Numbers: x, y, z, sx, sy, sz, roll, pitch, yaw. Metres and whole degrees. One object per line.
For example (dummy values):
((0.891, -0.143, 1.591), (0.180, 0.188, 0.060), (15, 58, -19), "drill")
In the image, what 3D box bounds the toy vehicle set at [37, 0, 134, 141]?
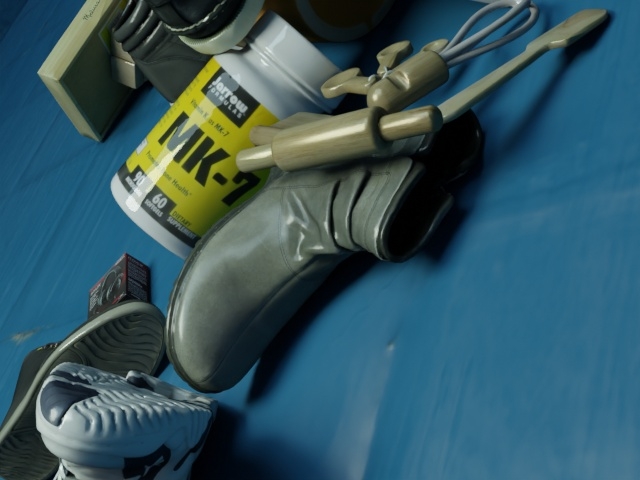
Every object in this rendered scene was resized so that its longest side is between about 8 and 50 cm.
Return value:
((-0.291, -0.293, 1.299), (0.035, 0.166, 0.267), (22, 70, 16), "toy vehicle set")

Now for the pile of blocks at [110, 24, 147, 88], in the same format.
((-0.176, -0.375, 1.283), (0.113, 0.149, 0.362), (23, 94, 17), "pile of blocks")

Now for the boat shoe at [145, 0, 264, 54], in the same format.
((-0.086, -0.333, 0.741), (0.127, 0.113, 0.340), (11, 83, 41), "boat shoe")

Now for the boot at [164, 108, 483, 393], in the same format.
((0.000, 0.000, 0.616), (0.161, 0.083, 0.246), (3, 56, 55), "boot")

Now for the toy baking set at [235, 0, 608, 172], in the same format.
((0.058, -0.114, 0.630), (0.256, 0.030, 0.197), (-6, 33, 41), "toy baking set")

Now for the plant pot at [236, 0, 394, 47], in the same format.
((-0.028, -0.274, 0.867), (0.205, 0.205, 0.188), (-54, 44, -2), "plant pot")

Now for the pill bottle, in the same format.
((-0.075, -0.090, 0.789), (0.208, 0.119, 0.119), (-49, 29, 8), "pill bottle")

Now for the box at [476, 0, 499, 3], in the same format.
((0.076, -0.266, 0.726), (0.038, 0.186, 0.145), (89, -163, -59), "box")

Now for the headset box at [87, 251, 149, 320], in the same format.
((-0.202, 0.057, 0.902), (0.062, 0.032, 0.083), (-43, 32, 17), "headset box")

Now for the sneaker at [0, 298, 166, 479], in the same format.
((-0.223, 0.109, 0.822), (0.222, 0.083, 0.118), (-44, 29, 17), "sneaker")

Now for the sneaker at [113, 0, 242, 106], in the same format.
((-0.133, -0.312, 1.091), (0.295, 0.147, 0.104), (-52, 27, -1), "sneaker")

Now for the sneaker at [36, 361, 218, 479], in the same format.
((-0.134, 0.162, 0.564), (0.235, 0.094, 0.153), (120, 169, -82), "sneaker")
